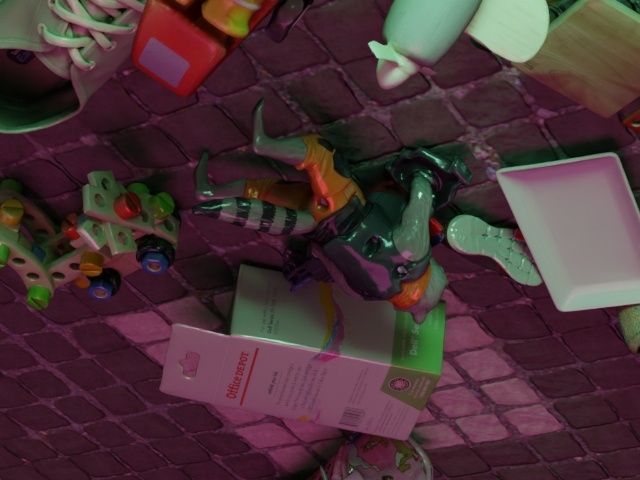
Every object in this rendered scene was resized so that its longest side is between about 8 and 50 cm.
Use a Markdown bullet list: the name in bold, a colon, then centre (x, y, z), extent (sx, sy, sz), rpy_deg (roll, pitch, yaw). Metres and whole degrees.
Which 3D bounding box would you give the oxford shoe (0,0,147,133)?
- **oxford shoe**: centre (-0.221, -0.246, 1.558), extent (0.169, 0.130, 0.449), rpy_deg (33, 130, -25)

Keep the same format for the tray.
- **tray**: centre (0.316, -0.012, 1.860), extent (0.145, 0.030, 0.270), rpy_deg (-9, 137, 22)

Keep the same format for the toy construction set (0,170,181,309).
- **toy construction set**: centre (-0.301, -0.015, 1.921), extent (0.327, 0.151, 0.215), rpy_deg (-12, 141, 44)

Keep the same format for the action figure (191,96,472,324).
- **action figure**: centre (0.000, 0.000, 1.844), extent (0.330, 0.178, 0.341), rpy_deg (31, 138, -14)

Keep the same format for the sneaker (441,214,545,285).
- **sneaker**: centre (0.210, 0.008, 1.922), extent (0.158, 0.061, 0.065), rpy_deg (27, 168, -24)

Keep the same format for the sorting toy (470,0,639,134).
- **sorting toy**: centre (0.295, -0.197, 1.602), extent (0.274, 0.046, 0.132), rpy_deg (26, 142, -22)

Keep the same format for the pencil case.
- **pencil case**: centre (0.020, 0.422, 2.449), extent (0.167, 0.160, 0.386), rpy_deg (27, 142, -12)

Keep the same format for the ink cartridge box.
- **ink cartridge box**: centre (-0.027, 0.146, 2.098), extent (0.353, 0.119, 0.207), rpy_deg (11, 146, -5)

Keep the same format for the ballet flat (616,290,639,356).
- **ballet flat**: centre (0.527, 0.105, 1.929), extent (0.316, 0.106, 0.107), rpy_deg (-5, 151, 19)

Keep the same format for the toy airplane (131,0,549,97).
- **toy airplane**: centre (-0.024, -0.299, 1.279), extent (0.386, 0.272, 0.384), rpy_deg (-3, 116, 19)
